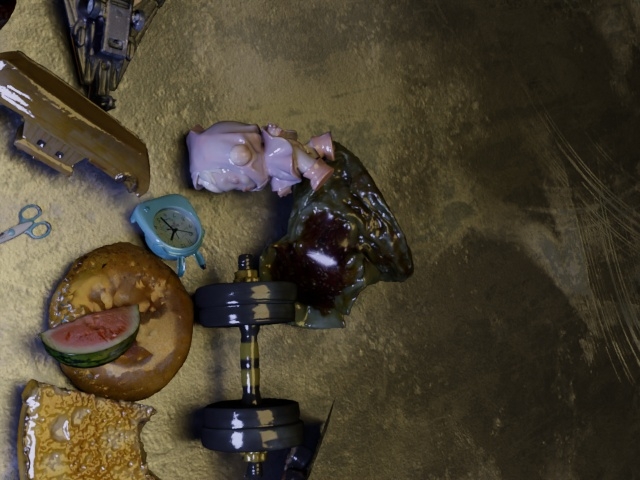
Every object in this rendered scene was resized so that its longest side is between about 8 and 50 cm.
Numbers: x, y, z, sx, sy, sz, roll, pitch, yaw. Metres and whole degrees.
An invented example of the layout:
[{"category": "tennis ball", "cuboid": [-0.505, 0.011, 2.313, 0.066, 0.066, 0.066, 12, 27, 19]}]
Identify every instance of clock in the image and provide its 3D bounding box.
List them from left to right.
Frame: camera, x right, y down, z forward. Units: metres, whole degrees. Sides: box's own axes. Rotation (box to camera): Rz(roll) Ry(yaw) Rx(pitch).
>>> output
[{"category": "clock", "cuboid": [-0.254, -0.008, 1.388, 0.108, 0.045, 0.147, -20, 72, -40]}]

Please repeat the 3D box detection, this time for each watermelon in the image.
[{"category": "watermelon", "cuboid": [-0.347, 0.166, 1.249, 0.163, 0.087, 0.068, -16, 131, -29]}]

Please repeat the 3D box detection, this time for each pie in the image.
[{"category": "pie", "cuboid": [-0.329, 0.136, 1.329, 0.274, 0.069, 0.273, 7, 76, -31]}]

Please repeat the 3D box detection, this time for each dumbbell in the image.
[{"category": "dumbbell", "cuboid": [-0.123, 0.217, 1.399, 0.185, 0.185, 0.388, 3, 82, -37]}]

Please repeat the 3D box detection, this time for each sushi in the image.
[{"category": "sushi", "cuboid": [-0.050, 0.428, 1.429, 0.050, 0.264, 0.289, 20, 69, 6]}]

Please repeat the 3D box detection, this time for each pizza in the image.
[{"category": "pizza", "cuboid": [-0.359, 0.357, 1.259, 0.223, 0.089, 0.323, -13, 93, -32]}]

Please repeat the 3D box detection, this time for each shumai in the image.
[{"category": "shumai", "cuboid": [0.000, 0.000, 1.541, 0.289, 0.292, 0.329, -30, 93, 2]}]

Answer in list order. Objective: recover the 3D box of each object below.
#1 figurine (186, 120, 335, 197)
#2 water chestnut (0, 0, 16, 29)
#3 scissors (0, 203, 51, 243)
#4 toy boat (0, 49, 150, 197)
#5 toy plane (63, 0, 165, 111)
[{"category": "figurine", "cuboid": [-0.111, -0.150, 1.442, 0.276, 0.200, 0.133, 2, 79, 5]}, {"category": "water chestnut", "cuboid": [-0.580, -0.382, 1.115, 0.289, 0.244, 0.289, -31, 130, -46]}, {"category": "scissors", "cuboid": [-0.487, -0.013, 1.263, 0.119, 0.014, 0.058, -33, 99, -39]}, {"category": "toy boat", "cuboid": [-0.409, -0.171, 1.277, 0.321, 0.089, 0.121, 36, 106, -28]}, {"category": "toy plane", "cuboid": [-0.363, -0.318, 1.345, 0.204, 0.103, 0.315, 8, 78, -37]}]
